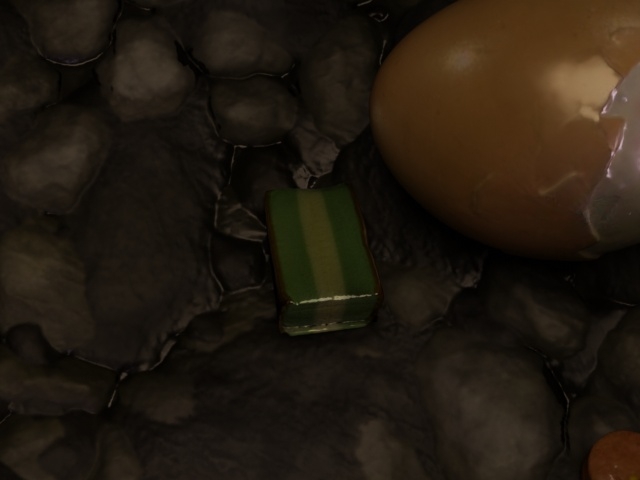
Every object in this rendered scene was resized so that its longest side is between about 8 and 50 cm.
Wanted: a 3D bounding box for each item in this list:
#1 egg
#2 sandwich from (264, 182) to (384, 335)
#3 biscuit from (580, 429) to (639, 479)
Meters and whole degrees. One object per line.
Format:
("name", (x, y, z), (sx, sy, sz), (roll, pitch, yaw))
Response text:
("egg", (0.155, -0.086, 1.124), (0.244, 0.201, 0.201), (5, 69, 10))
("sandwich", (0.000, 0.000, 1.153), (0.074, 0.074, 0.116), (-7, 69, -4))
("biscuit", (0.219, 0.293, 1.059), (0.202, 0.047, 0.333), (-21, 71, -9))
